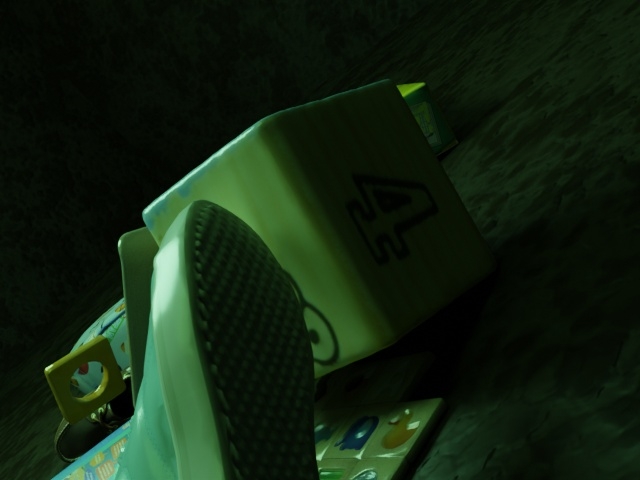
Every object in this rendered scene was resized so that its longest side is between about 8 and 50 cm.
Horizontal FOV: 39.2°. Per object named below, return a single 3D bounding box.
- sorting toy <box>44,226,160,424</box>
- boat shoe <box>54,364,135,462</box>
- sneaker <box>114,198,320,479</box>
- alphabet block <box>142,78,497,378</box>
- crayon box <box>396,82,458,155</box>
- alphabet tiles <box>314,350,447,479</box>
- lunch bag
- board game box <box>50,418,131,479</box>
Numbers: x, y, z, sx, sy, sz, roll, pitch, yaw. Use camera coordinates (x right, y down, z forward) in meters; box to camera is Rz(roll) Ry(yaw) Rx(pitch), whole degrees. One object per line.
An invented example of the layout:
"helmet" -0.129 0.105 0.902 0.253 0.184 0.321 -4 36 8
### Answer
"sorting toy" -0.121 0.062 0.897 0.348 0.196 0.047 -21 29 -38
"boat shoe" -0.289 0.232 1.255 0.207 0.073 0.073 -44 12 -7
"sneaker" -0.089 0.136 0.585 0.150 0.135 0.366 -30 46 24
"alphabet block" 0.000 0.000 0.785 0.192 0.197 0.193 -29 -1 43
"crayon box" -0.021 -0.095 1.316 0.363 0.106 0.313 -31 13 -6
"alphabet tiles" -0.043 0.223 0.720 0.342 0.011 0.285 -51 15 -31
"lunch bag" -0.277 0.124 1.482 0.303 0.115 0.243 -38 12 21
"board game box" -0.216 0.263 0.843 0.210 0.047 0.160 -36 25 -9
